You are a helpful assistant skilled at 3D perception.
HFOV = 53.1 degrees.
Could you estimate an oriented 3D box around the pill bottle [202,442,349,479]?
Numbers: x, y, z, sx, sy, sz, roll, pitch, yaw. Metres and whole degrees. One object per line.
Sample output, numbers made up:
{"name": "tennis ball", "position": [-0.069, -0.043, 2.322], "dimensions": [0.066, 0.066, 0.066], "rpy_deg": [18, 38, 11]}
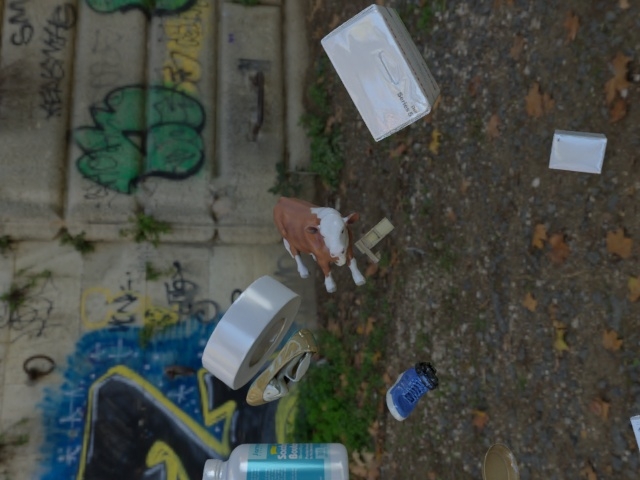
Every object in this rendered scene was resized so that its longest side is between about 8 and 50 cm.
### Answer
{"name": "pill bottle", "position": [-0.081, 0.452, 1.184], "dimensions": [0.146, 0.263, 0.146], "rpy_deg": [180, 90, -88]}

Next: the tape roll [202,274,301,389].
{"name": "tape roll", "position": [-0.170, 0.230, 1.604], "dimensions": [0.286, 0.100, 0.286], "rpy_deg": [-53, -12, -17]}

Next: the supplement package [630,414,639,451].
{"name": "supplement package", "position": [0.733, 0.383, 1.173], "dimensions": [0.204, 0.261, 0.145], "rpy_deg": [-27, 59, 36]}

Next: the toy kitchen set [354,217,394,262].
{"name": "toy kitchen set", "position": [0.139, 0.003, 1.530], "dimensions": [0.068, 0.075, 0.083], "rpy_deg": [49, 160, 1]}

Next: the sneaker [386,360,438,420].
{"name": "sneaker", "position": [0.184, 0.285, 1.240], "dimensions": [0.058, 0.084, 0.152], "rpy_deg": [53, -154, 1]}

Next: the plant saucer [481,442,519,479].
{"name": "plant saucer", "position": [0.257, 0.336, 0.924], "dimensions": [0.015, 0.083, 0.084], "rpy_deg": [-23, 63, 45]}

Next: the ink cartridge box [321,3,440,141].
{"name": "ink cartridge box", "position": [0.121, -0.314, 1.175], "dimensions": [0.198, 0.114, 0.273], "rpy_deg": [59, -159, -9]}

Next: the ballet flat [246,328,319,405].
{"name": "ballet flat", "position": [-0.085, 0.299, 1.414], "dimensions": [0.232, 0.080, 0.073], "rpy_deg": [-55, 50, 17]}

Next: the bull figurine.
{"name": "bull figurine", "position": [0.000, 0.000, 1.292], "dimensions": [0.310, 0.101, 0.189], "rpy_deg": [33, 145, 59]}

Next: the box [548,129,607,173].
{"name": "box", "position": [0.678, -0.238, 1.693], "dimensions": [0.170, 0.130, 0.091], "rpy_deg": [-32, -51, -65]}
